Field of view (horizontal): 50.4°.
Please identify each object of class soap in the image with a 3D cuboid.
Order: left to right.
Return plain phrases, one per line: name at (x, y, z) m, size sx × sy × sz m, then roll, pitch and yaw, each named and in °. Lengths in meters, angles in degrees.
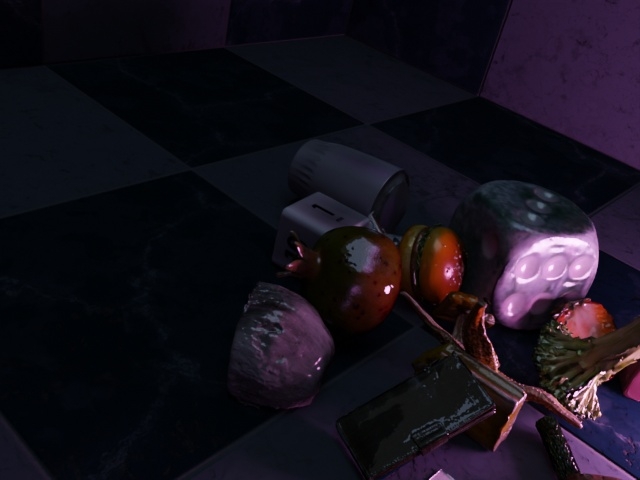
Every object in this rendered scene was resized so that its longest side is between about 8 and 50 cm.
soap at (0.330, 0.348, 1.581) m, size 0.257 × 0.160 × 0.080 m, roll 33°, pitch 35°, yaw 29°

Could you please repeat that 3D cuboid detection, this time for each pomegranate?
pomegranate at (0.042, 0.097, 1.734) m, size 0.323 × 0.291 × 0.291 m, roll 7°, pitch 32°, yaw -7°

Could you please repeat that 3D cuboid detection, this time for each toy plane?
toy plane at (0.215, 0.025, 2.055) m, size 0.252 × 0.118 × 0.252 m, roll 48°, pitch 19°, yaw -22°

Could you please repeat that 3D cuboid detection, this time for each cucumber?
cucumber at (0.546, 0.487, 1.547) m, size 0.058 × 0.058 × 0.187 m, roll 8°, pitch 33°, yaw -9°

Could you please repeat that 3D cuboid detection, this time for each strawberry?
strawberry at (0.729, 0.286, 1.892) m, size 0.190 × 0.111 × 0.237 m, roll -12°, pitch 66°, yaw -13°

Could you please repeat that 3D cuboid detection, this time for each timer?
timer at (0.000, 0.000, 1.974) m, size 0.195 × 0.193 × 0.194 m, roll 29°, pitch 35°, yaw 23°

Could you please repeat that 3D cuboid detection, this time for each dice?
dice at (0.585, 0.039, 2.011) m, size 0.327 × 0.331 × 0.348 m, roll 2°, pitch 35°, yaw -19°

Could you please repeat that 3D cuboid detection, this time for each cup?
cup at (0.093, -0.175, 2.236) m, size 0.371 × 0.254 × 0.253 m, roll 28°, pitch 34°, yaw 25°

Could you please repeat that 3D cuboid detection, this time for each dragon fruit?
dragon fruit at (-0.076, 0.233, 1.568) m, size 0.221 × 0.204 × 0.283 m, roll 19°, pitch 33°, yaw 7°

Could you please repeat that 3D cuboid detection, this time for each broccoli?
broccoli at (0.694, 0.264, 1.665) m, size 0.221 × 0.361 × 0.252 m, roll 43°, pitch 17°, yaw -4°

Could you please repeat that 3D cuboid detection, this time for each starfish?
starfish at (0.395, 0.265, 1.643) m, size 0.132 × 0.384 × 0.398 m, roll -39°, pitch 22°, yaw -9°

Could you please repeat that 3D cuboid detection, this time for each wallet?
wallet at (0.201, 0.378, 1.463) m, size 0.316 × 0.044 × 0.169 m, roll -28°, pitch 49°, yaw -9°

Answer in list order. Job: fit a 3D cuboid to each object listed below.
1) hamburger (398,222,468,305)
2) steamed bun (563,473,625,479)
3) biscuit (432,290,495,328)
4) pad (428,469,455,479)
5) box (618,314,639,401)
hamburger at (0.331, 0.068, 1.937) m, size 0.169 × 0.246 × 0.246 m, roll 5°, pitch 23°, yaw 34°
steamed bun at (0.577, 0.566, 1.396) m, size 0.175 × 0.106 × 0.145 m, roll 9°, pitch 34°, yaw 18°
biscuit at (0.405, 0.193, 1.865) m, size 0.174 × 0.183 × 0.039 m, roll 14°, pitch 66°, yaw 1°
pad at (0.239, 0.562, 1.356) m, size 0.156 × 0.004 × 0.232 m, roll 33°, pitch 36°, yaw 29°
box at (0.943, 0.347, 1.810) m, size 0.293 × 0.193 × 0.168 m, roll 18°, pitch 40°, yaw 6°
